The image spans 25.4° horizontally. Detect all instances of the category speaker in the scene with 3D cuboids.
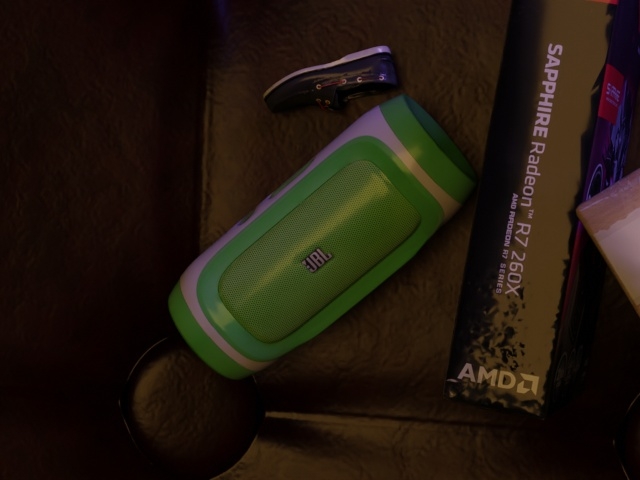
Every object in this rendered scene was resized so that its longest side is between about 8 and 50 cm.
[{"bbox_3d":[0.000,0.000,1.322,0.296,0.131,0.131,-40,78,13],"label":"speaker"}]

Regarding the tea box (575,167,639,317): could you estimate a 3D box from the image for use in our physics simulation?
[{"bbox_3d":[0.408,-0.013,1.086,0.329,0.323,0.220,-32,80,14],"label":"tea box"}]

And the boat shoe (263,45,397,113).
[{"bbox_3d":[0.009,-0.146,1.360,0.133,0.049,0.042,-16,76,13],"label":"boat shoe"}]

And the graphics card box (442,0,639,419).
[{"bbox_3d":[0.198,-0.045,1.202,0.094,0.233,0.371,11,92,17],"label":"graphics card box"}]
